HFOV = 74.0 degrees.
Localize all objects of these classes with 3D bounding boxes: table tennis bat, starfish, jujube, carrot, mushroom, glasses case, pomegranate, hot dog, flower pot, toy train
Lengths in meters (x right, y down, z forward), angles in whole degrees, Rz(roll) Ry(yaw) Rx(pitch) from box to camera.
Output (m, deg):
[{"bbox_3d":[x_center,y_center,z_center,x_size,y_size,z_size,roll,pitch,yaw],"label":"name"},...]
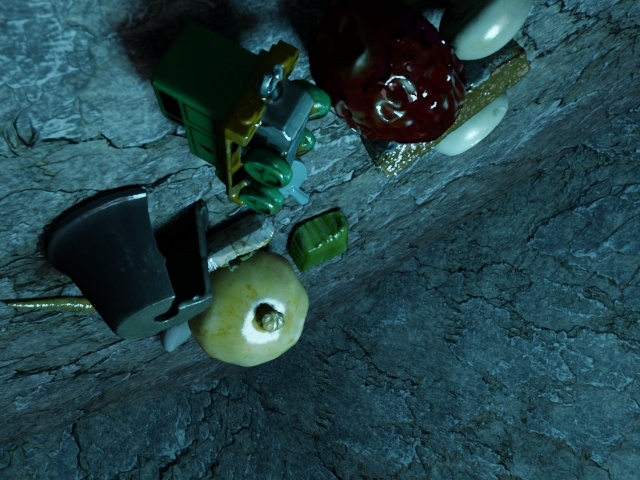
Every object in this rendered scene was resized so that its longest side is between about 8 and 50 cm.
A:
[{"bbox_3d":[-0.092,-0.155,1.192,0.153,0.040,0.244,-32,156,11],"label":"table tennis bat"},{"bbox_3d":[-0.278,0.040,1.281,0.208,0.176,0.053,-42,139,-43],"label":"starfish"},{"bbox_3d":[0.131,-0.300,0.795,0.258,0.258,0.377,-42,167,31],"label":"jujube"},{"bbox_3d":[-0.700,0.171,1.138,0.049,0.049,0.255,-37,157,19],"label":"carrot"},{"bbox_3d":[0.290,-0.445,0.804,0.210,0.206,0.206,-5,155,-11],"label":"mushroom"},{"bbox_3d":[-0.559,0.340,1.696,0.129,0.083,0.308,-21,160,-38],"label":"glasses case"},{"bbox_3d":[-0.233,0.218,1.404,0.412,0.411,0.411,-26,160,-10],"label":"pomegranate"},{"bbox_3d":[-0.255,0.007,1.224,0.253,0.131,0.069,-29,132,-10],"label":"hot dog"},{"bbox_3d":[-0.415,0.080,1.013,0.380,0.250,0.379,-27,162,-9],"label":"flower pot"},{"bbox_3d":[-0.141,-0.194,0.743,0.178,0.249,0.429,-64,-175,-15],"label":"toy train"}]

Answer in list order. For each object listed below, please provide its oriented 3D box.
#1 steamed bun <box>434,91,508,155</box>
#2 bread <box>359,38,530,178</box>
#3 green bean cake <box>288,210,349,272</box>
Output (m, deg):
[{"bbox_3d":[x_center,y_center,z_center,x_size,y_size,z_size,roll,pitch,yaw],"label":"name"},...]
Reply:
[{"bbox_3d":[0.385,-0.354,1.169,0.232,0.145,0.231,-45,-167,13],"label":"steamed bun"},{"bbox_3d":[0.288,-0.342,1.047,0.417,0.165,0.113,-37,138,18],"label":"bread"},{"bbox_3d":[0.000,0.000,1.580,0.223,0.124,0.248,-25,162,-18],"label":"green bean cake"}]
